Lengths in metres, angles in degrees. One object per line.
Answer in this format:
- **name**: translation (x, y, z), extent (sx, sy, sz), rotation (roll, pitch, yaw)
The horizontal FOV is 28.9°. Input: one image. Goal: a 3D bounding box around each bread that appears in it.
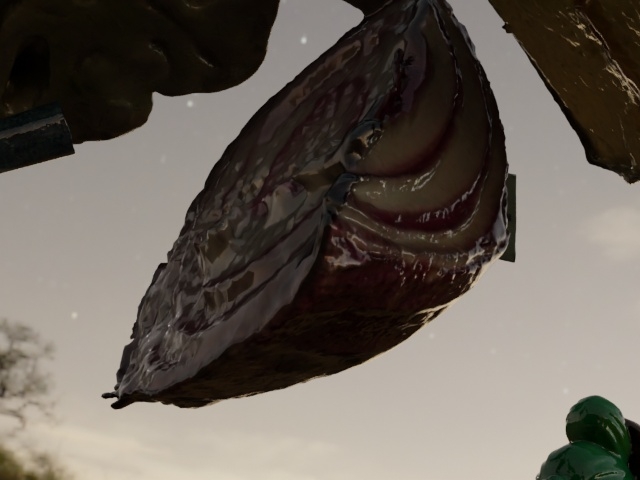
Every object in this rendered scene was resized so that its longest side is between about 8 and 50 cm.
- **bread**: translation (0.164, -0.102, 0.683), extent (0.135, 0.178, 0.240), rotation (-3, 7, -15)

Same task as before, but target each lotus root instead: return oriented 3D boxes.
- **lotus root**: translation (-0.226, -0.249, 1.131), extent (0.391, 0.111, 0.375), rotation (-28, -44, 26)

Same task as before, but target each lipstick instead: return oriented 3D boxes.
- **lipstick**: translation (-0.345, -0.068, 1.144), extent (0.234, 0.053, 0.053), rotation (-20, -17, -11)

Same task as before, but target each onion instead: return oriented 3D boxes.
- **onion**: translation (0.000, 0.000, 0.772), extent (0.146, 0.314, 0.280), rotation (35, -46, -18)

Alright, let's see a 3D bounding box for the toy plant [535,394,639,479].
- **toy plant**: translation (0.256, 0.215, 1.134), extent (0.105, 0.142, 0.200), rotation (4, -11, 40)

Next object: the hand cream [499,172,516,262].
- **hand cream**: translation (0.056, -0.047, 1.349), extent (0.321, 0.067, 0.109), rotation (11, -54, 23)
